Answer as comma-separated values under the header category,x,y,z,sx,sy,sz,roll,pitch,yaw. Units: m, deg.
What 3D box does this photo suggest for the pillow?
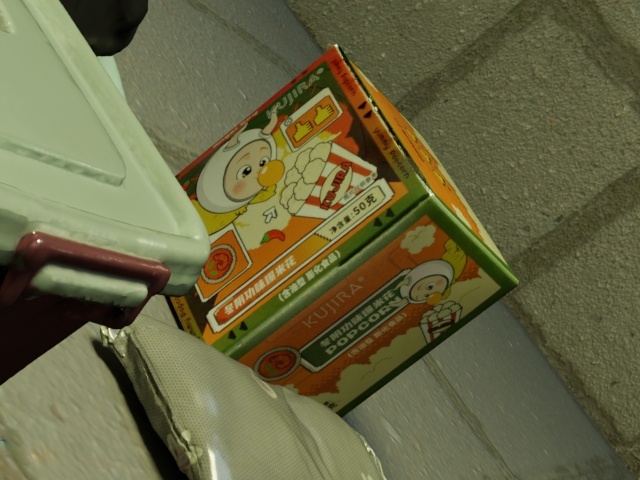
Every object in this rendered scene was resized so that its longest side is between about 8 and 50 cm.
category,x,y,z,sx,sy,sz,roll,pitch,yaw
pillow,-0.022,0.135,0.798,0.255,0.059,0.169,39,19,-51

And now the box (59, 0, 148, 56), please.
category,x,y,z,sx,sy,sz,roll,pitch,yaw
box,-0.161,-0.275,0.721,0.091,0.350,0.359,24,14,19

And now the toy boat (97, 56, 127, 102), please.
category,x,y,z,sx,sy,sz,roll,pitch,yaw
toy boat,-0.194,-0.150,0.957,0.134,0.079,0.208,33,23,-52

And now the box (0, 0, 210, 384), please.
category,x,y,z,sx,sy,sz,roll,pitch,yaw
box,-0.193,-0.059,0.433,0.294,0.167,0.193,55,13,17

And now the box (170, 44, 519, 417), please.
category,x,y,z,sx,sy,sz,roll,pitch,yaw
box,0.000,0.000,0.949,0.148,0.195,0.177,41,16,-45
